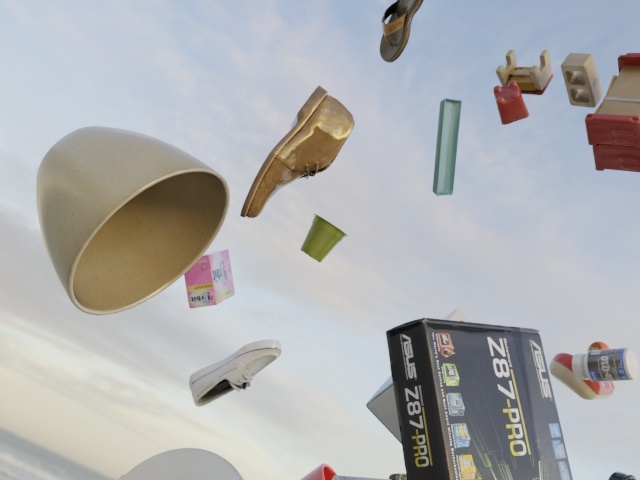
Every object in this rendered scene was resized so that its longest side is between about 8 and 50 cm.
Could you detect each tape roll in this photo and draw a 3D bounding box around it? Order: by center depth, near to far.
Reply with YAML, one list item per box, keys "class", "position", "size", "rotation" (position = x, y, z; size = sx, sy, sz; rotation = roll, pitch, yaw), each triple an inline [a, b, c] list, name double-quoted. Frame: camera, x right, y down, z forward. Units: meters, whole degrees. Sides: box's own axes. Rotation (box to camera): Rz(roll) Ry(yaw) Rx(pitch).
- class: "tape roll"
  position: [-0.320, 0.641, 1.514]
  size: [0.392, 0.392, 0.072]
  rotation: [11, -35, 28]

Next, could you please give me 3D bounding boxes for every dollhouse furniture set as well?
- class: "dollhouse furniture set"
  position: [0.542, -0.281, 1.496]
  size: [0.374, 0.201, 0.152]
  rotation: [15, -30, 42]

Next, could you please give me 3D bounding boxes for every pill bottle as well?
- class: "pill bottle"
  position: [0.694, 0.305, 1.713]
  size: [0.137, 0.078, 0.078]
  rotation: [-14, -43, 40]

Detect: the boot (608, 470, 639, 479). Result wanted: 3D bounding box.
- class: "boot"
  position: [0.751, 0.680, 1.490]
  size: [0.260, 0.347, 0.131]
  rotation: [2, 12, 45]

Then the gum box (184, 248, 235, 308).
- class: "gum box"
  position: [-0.242, 0.081, 1.544]
  size: [0.062, 0.107, 0.188]
  rotation: [-9, 2, 6]

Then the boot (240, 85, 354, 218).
- class: "boot"
  position: [-0.044, -0.153, 1.374]
  size: [0.115, 0.305, 0.112]
  rotation: [36, -9, -7]

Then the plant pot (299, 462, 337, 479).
- class: "plant pot"
  position: [-0.033, 0.833, 2.055]
  size: [0.243, 0.275, 0.275]
  rotation: [-28, -40, 5]

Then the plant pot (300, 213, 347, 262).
- class: "plant pot"
  position: [0.000, 0.000, 1.429]
  size: [0.083, 0.079, 0.083]
  rotation: [34, -3, 2]

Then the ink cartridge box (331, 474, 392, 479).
- class: "ink cartridge box"
  position: [0.100, 0.629, 1.433]
  size: [0.261, 0.296, 0.066]
  rotation: [14, 15, -25]

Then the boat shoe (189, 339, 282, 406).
- class: "boat shoe"
  position: [-0.202, 0.330, 1.718]
  size: [0.258, 0.084, 0.095]
  rotation: [-30, -40, 14]

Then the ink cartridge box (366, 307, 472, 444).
- class: "ink cartridge box"
  position: [0.274, 0.317, 1.475]
  size: [0.223, 0.307, 0.129]
  rotation: [45, -51, 8]

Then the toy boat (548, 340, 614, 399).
- class: "toy boat"
  position: [0.732, 0.342, 1.911]
  size: [0.151, 0.151, 0.231]
  rotation: [38, 14, 37]

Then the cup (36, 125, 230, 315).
- class: "cup"
  position: [-0.362, -0.067, 1.244]
  size: [0.237, 0.331, 0.331]
  rotation: [44, -17, 20]

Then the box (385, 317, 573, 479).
- class: "box"
  position: [0.264, 0.331, 1.107]
  size: [0.318, 0.394, 0.097]
  rotation: [12, -27, -41]

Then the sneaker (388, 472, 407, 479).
- class: "sneaker"
  position: [0.229, 0.684, 1.925]
  size: [0.073, 0.063, 0.162]
  rotation: [-4, -37, 44]

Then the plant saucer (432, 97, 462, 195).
- class: "plant saucer"
  position: [0.251, -0.185, 1.398]
  size: [0.018, 0.192, 0.067]
  rotation: [10, 11, 39]

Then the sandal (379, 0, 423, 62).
- class: "sandal"
  position: [0.186, -0.535, 1.686]
  size: [0.060, 0.090, 0.219]
  rotation: [-3, -40, -30]
